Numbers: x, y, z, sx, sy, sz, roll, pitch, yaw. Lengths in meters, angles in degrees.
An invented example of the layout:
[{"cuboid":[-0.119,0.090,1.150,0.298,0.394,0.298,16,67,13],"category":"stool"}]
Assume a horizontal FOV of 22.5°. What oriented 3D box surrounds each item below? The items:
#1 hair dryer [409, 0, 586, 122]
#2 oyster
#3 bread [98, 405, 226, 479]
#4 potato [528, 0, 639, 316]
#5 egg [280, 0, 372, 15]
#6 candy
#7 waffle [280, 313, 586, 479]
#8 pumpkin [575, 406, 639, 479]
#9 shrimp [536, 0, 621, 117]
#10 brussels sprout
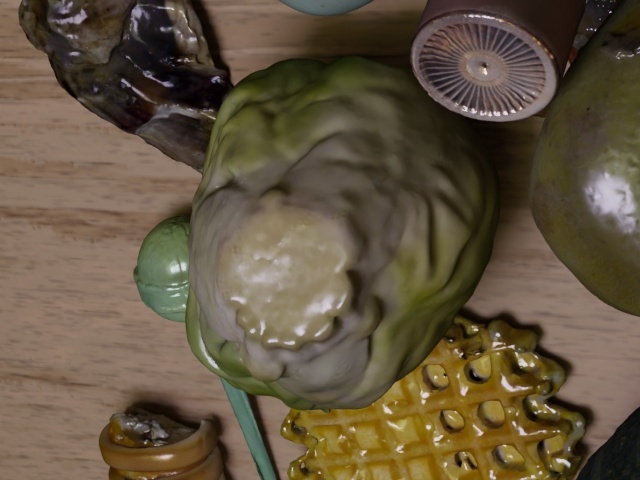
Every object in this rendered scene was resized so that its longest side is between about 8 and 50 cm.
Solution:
[{"cuboid":[0.057,-0.254,1.054,0.107,0.189,0.344,-18,129,42],"category":"hair dryer"},{"cuboid":[-0.159,-0.171,1.361,0.166,0.094,0.294,-33,103,26],"category":"oyster"},{"cuboid":[-0.148,0.236,1.560,0.119,0.084,0.177,0,118,27],"category":"bread"},{"cuboid":[0.294,-0.099,1.109,0.218,0.202,0.351,38,112,19],"category":"potato"},{"cuboid":[0.010,-0.259,1.190,0.149,0.149,0.192,21,128,16],"category":"egg"},{"cuboid":[-0.083,0.126,1.488,0.092,0.093,0.335,39,153,60],"category":"candy"},{"cuboid":[0.092,0.170,1.417,0.262,0.060,0.280,30,121,13],"category":"waffle"},{"cuboid":[0.343,0.244,1.215,0.328,0.257,0.291,-29,106,39],"category":"pumpkin"},{"cuboid":[0.176,-0.144,1.224,0.188,0.051,0.132,-9,110,27],"category":"shrimp"},{"cuboid":[0.006,-0.009,1.239,0.243,0.273,0.316,30,168,6],"category":"brussels sprout"}]
